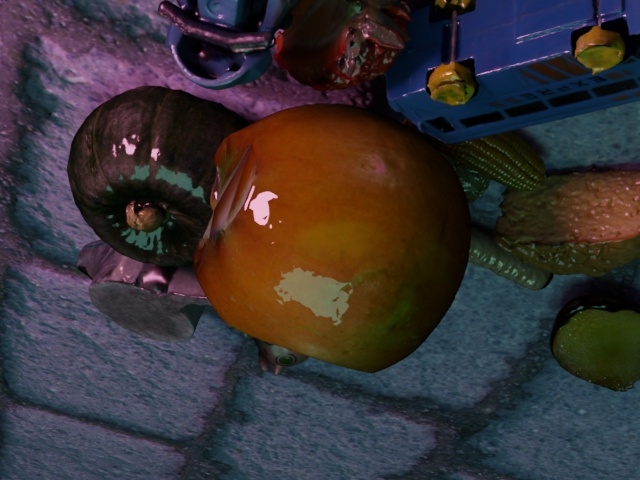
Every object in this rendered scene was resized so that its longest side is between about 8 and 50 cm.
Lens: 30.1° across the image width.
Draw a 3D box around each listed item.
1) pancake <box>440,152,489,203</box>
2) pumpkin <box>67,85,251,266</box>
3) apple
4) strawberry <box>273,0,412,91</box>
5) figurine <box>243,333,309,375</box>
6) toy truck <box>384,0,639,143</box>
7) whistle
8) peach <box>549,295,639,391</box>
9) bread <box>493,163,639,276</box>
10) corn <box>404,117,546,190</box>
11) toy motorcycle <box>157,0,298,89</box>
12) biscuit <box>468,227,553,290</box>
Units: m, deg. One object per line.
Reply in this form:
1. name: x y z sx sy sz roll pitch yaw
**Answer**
1. pancake: 0.190 -0.089 1.768 0.116 0.023 0.129 31 142 -31
2. pumpkin: -0.217 -0.086 1.732 0.300 0.207 0.300 6 137 6
3. apple: 0.000 0.000 1.581 0.374 0.374 0.384 26 146 -20
4. strawberry: 0.027 -0.244 1.470 0.098 0.175 0.228 7 156 -29
5. figurine: -0.063 0.171 2.144 0.138 0.125 0.125 -20 138 16
6. toy truck: 0.267 -0.229 1.418 0.384 0.161 0.162 -12 149 29
7. whistle: -0.215 0.040 1.914 0.404 0.168 0.188 -12 137 44
8. peach: 0.487 0.163 2.014 0.189 0.068 0.279 -9 140 16
9. bread: 0.377 -0.024 1.717 0.228 0.143 0.139 -1 156 24
10. corn: 0.215 -0.138 1.644 0.231 0.080 0.080 25 145 -26
11. toy motorcycle: -0.085 -0.324 1.313 0.172 0.232 0.416 20 147 9
12. biscuit: 0.270 0.023 1.878 0.219 0.061 0.055 25 -171 -16
